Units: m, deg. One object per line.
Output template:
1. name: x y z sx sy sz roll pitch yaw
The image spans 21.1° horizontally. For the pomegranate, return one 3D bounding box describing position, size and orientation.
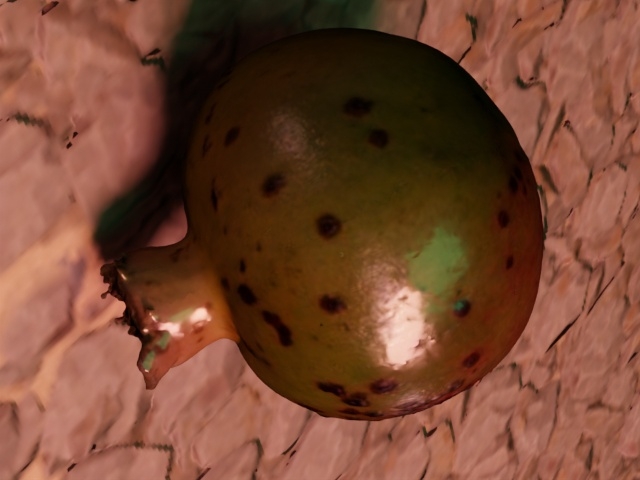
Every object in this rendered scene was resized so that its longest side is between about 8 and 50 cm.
1. pomegranate: 0.007 -0.002 0.540 0.130 0.130 0.130 -31 134 -39
